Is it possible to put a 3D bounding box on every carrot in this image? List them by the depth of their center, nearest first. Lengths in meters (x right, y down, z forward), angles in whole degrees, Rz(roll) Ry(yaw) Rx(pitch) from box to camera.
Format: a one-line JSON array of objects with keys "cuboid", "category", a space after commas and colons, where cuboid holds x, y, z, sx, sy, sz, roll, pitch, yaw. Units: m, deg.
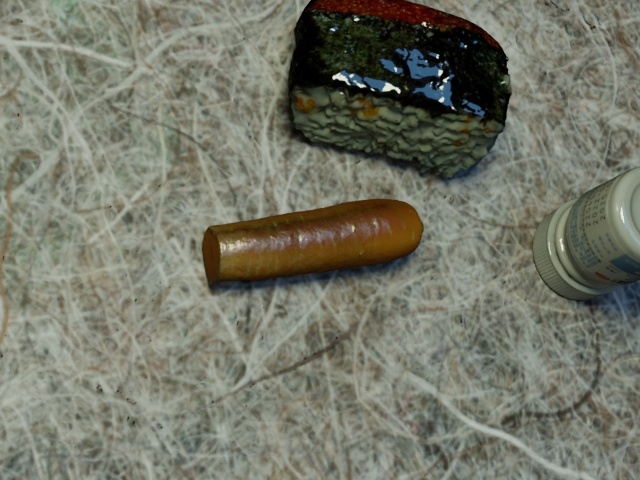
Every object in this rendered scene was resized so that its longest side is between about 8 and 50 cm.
[{"cuboid": [0.000, 0.000, 1.557, 0.225, 0.067, 0.067, -9, 79, -22], "category": "carrot"}]

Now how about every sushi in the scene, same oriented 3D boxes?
[{"cuboid": [0.074, -0.154, 1.592, 0.225, 0.136, 0.126, 19, 61, -11], "category": "sushi"}]

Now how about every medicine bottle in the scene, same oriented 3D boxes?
[{"cuboid": [0.295, -0.006, 1.620, 0.105, 0.168, 0.105, 6, 74, -21], "category": "medicine bottle"}]
